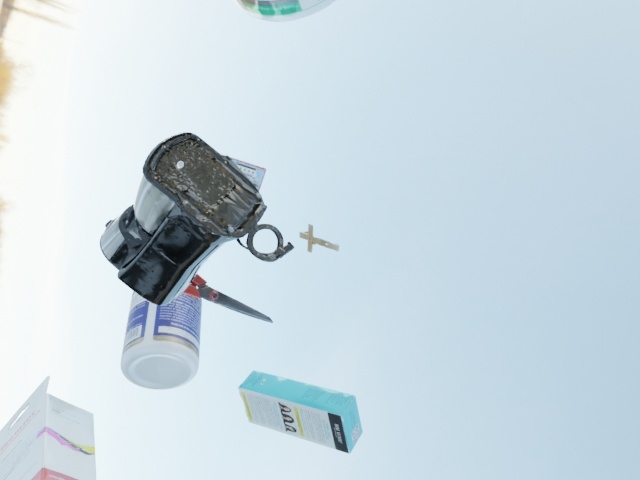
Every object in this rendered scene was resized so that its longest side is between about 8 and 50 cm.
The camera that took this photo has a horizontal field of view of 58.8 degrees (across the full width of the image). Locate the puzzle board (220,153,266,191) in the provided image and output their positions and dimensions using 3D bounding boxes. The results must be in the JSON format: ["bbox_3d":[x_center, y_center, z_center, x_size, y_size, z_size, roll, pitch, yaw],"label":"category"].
[{"bbox_3d":[-0.186,-0.122,1.169,0.011,0.128,0.096,-115,-136,-67],"label":"puzzle board"}]

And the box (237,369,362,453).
[{"bbox_3d":[-0.043,0.335,1.128,0.244,0.060,0.100,6,-59,30],"label":"box"}]

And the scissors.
[{"bbox_3d":[-0.204,0.095,0.971,0.021,0.297,0.109,-8,-135,48],"label":"scissors"}]

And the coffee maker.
[{"bbox_3d":[-0.152,-0.002,0.644,0.171,0.120,0.178,56,-46,9],"label":"coffee maker"}]

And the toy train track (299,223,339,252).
[{"bbox_3d":[0.000,0.000,0.915,0.083,0.014,0.048,20,-64,39],"label":"toy train track"}]

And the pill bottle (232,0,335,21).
[{"bbox_3d":[-0.078,-0.434,0.616,0.204,0.361,0.204,-4,-109,13],"label":"pill bottle"}]

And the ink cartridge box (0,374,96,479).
[{"bbox_3d":[-0.304,0.251,0.611,0.115,0.067,0.198,-48,-148,3],"label":"ink cartridge box"}]

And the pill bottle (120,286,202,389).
[{"bbox_3d":[-0.331,0.168,1.210,0.153,0.153,0.265,-52,-150,34],"label":"pill bottle"}]
